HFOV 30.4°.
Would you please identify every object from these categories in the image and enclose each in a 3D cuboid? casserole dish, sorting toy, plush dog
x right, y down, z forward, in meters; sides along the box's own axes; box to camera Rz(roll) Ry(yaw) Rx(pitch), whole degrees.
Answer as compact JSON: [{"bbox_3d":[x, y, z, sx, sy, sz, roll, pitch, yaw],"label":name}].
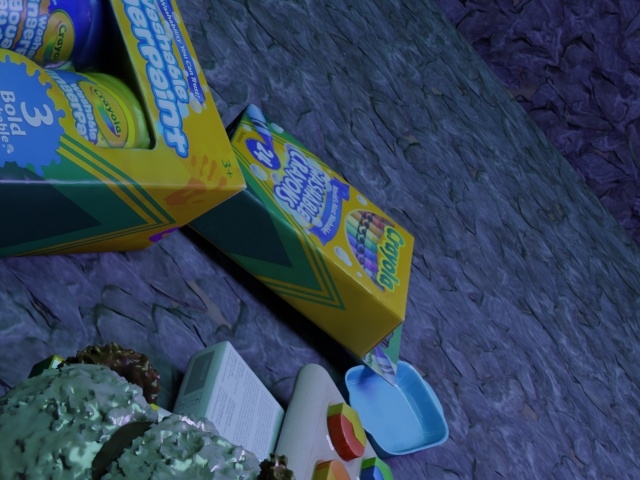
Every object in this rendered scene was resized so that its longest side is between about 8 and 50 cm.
[{"bbox_3d":[0.079,0.198,1.359,0.188,0.037,0.114,0,57,-56],"label":"casserole dish"},{"bbox_3d":[0.032,0.248,1.183,0.208,0.038,0.193,56,24,-21],"label":"sorting toy"},{"bbox_3d":[-0.136,0.175,0.799,0.225,0.210,0.262,28,42,11],"label":"plush dog"}]

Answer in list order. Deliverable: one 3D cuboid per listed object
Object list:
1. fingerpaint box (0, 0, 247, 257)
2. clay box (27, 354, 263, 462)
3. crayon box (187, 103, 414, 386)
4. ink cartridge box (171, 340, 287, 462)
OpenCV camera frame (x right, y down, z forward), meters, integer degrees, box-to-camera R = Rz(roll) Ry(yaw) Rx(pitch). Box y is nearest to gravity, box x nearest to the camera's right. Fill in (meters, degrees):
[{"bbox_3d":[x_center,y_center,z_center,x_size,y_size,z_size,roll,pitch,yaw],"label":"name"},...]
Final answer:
[{"bbox_3d":[-0.301,-0.216,1.074,0.371,0.163,0.444,-2,67,-57],"label":"fingerpaint box"},{"bbox_3d":[-0.145,0.197,0.927,0.222,0.053,0.127,32,59,-23],"label":"clay box"},{"bbox_3d":[0.000,0.000,1.387,0.323,0.083,0.203,39,26,-13],"label":"crayon box"},{"bbox_3d":[-0.060,0.233,1.111,0.224,0.056,0.181,56,23,-25],"label":"ink cartridge box"}]
